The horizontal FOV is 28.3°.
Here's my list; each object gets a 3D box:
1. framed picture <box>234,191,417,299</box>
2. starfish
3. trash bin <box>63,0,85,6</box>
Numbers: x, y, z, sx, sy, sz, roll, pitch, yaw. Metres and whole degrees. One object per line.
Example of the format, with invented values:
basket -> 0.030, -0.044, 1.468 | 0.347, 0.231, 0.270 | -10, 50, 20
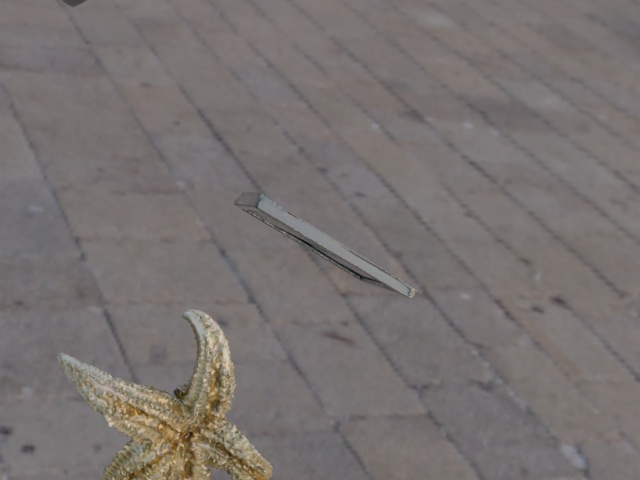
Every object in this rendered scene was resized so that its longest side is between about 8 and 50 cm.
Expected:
framed picture -> 0.000, 0.000, 1.367 | 0.189, 0.023, 0.260 | 31, -3, -8
starfish -> -0.129, 0.163, 1.091 | 0.216, 0.238, 0.071 | 12, 27, -26
trash bin -> -0.188, -0.293, 0.834 | 0.236, 0.177, 0.101 | 47, -19, -19
